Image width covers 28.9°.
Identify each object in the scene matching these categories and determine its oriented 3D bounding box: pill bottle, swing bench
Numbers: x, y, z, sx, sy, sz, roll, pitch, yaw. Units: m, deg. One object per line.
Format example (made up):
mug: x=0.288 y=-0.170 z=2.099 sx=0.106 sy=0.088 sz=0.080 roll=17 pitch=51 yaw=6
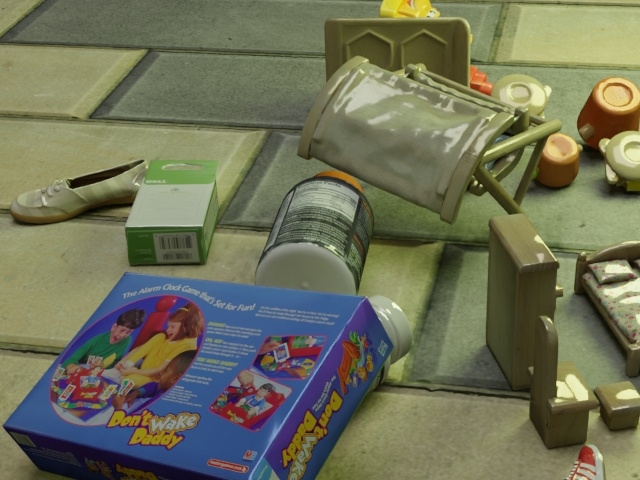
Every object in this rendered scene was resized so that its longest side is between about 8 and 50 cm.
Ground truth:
pill bottle: x=0.015 y=0.134 z=1.405 sx=0.108 sy=0.108 sz=0.180 roll=24 pitch=39 yaw=38
swing bench: x=0.152 y=-0.141 z=1.705 sx=0.253 sy=0.165 sz=0.254 roll=26 pitch=14 yaw=29
pill bottle: x=0.000 y=0.000 z=1.617 sx=0.130 sy=0.130 sz=0.246 roll=3 pitch=30 yaw=9

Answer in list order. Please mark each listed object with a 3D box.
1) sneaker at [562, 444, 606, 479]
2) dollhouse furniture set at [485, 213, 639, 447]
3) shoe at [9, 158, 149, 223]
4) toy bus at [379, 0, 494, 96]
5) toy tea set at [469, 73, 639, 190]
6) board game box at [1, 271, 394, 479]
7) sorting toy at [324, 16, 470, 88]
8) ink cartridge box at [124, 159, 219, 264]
sneaker: x=0.251 y=0.247 z=1.250 sx=0.067 sy=0.042 sz=0.118 roll=3 pitch=32 yaw=4
dollhouse furniture set: x=0.383 y=0.060 z=1.436 sx=0.355 sy=0.174 sz=0.303 roll=-8 pitch=30 yaw=-8
shoe: x=-0.355 y=-0.077 z=1.853 sx=0.219 sy=0.058 sz=0.076 roll=-12 pitch=31 yaw=-15
toy bus: x=0.183 y=-0.287 z=2.026 sx=0.211 sy=0.220 sz=0.149 roll=13 pitch=35 yaw=15
toy tea set: x=0.352 y=-0.147 z=1.901 sx=0.336 sy=0.124 sz=0.200 roll=2 pitch=59 yaw=3
board game box: x=-0.129 y=0.151 z=1.275 sx=0.347 sy=0.078 sz=0.233 roll=4 pitch=47 yaw=39
sorting toy: x=0.120 y=-0.293 z=1.940 sx=0.229 sy=0.307 sz=0.041 roll=2 pitch=25 yaw=10
ink cartridge box: x=-0.206 y=-0.043 z=1.778 sx=0.109 sy=0.062 sz=0.209 roll=-1 pitch=29 yaw=3
